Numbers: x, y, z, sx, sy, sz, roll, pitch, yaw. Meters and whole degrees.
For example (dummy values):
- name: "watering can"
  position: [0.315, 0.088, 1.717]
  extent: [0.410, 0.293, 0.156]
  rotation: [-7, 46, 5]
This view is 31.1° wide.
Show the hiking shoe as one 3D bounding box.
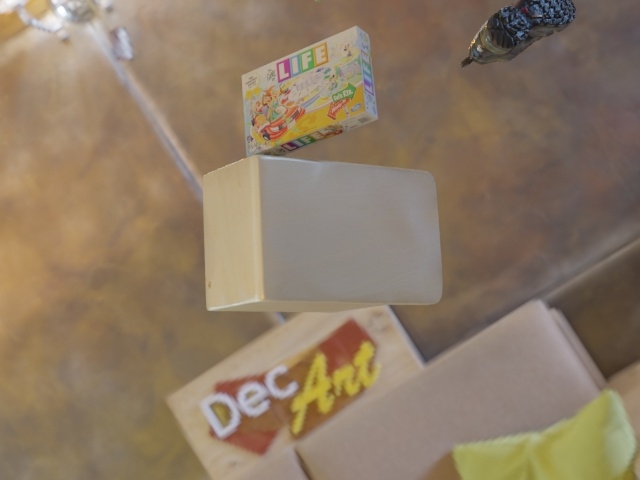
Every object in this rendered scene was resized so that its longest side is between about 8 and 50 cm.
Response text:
- name: "hiking shoe"
  position: [0.313, -0.341, 1.832]
  extent: [0.227, 0.086, 0.114]
  rotation: [-27, -3, -36]

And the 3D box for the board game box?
- name: "board game box"
  position: [-0.014, -0.154, 1.231]
  extent: [0.154, 0.103, 0.026]
  rotation: [-19, -26, 30]

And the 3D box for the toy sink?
- name: "toy sink"
  position: [0.000, 0.000, 1.259]
  extent: [0.234, 0.153, 0.131]
  rotation: [2, -9, -33]
